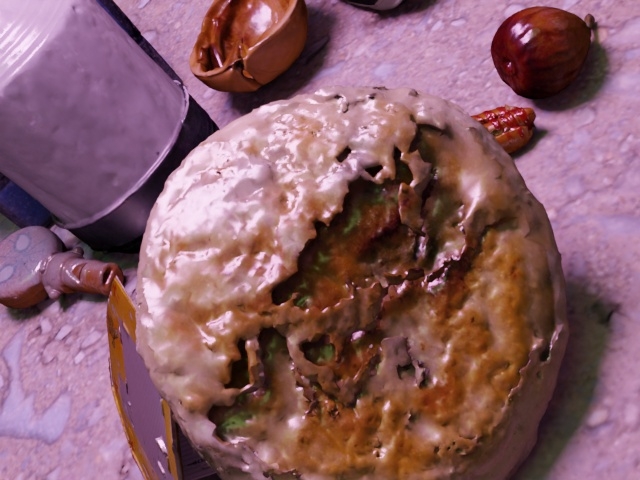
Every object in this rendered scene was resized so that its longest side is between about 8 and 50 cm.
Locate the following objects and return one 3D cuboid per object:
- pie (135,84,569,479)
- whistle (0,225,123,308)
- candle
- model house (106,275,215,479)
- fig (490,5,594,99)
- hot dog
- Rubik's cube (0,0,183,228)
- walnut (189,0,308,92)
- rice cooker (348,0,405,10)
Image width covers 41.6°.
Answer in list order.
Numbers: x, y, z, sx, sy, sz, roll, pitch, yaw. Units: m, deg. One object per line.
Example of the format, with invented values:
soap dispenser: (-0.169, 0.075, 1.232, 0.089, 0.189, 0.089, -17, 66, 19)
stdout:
pie: (0.025, 0.043, 0.614, 0.339, 0.077, 0.339, 0, 76, -2)
whistle: (-0.325, 0.037, 1.015, 0.220, 0.057, 0.107, 4, 59, 32)
candle: (-0.281, -0.150, 0.934, 0.221, 0.342, 0.221, -24, 42, 23)
model house: (-0.102, 0.121, 0.756, 0.136, 0.207, 0.219, -13, 25, -24)
fig: (0.228, -0.188, 0.801, 0.125, 0.089, 0.089, -26, 40, -17)
hot dog: (0.137, -0.091, 0.804, 0.144, 0.038, 0.062, -23, 45, 17)
Rubik's cube: (-0.429, -0.244, 1.132, 0.301, 0.305, 0.304, -47, 42, -6)
walnut: (-0.073, -0.255, 1.049, 0.167, 0.087, 0.211, -20, 44, 30)
rice cooker: (0.056, -0.403, 0.994, 0.244, 0.226, 0.226, -49, 44, -12)
